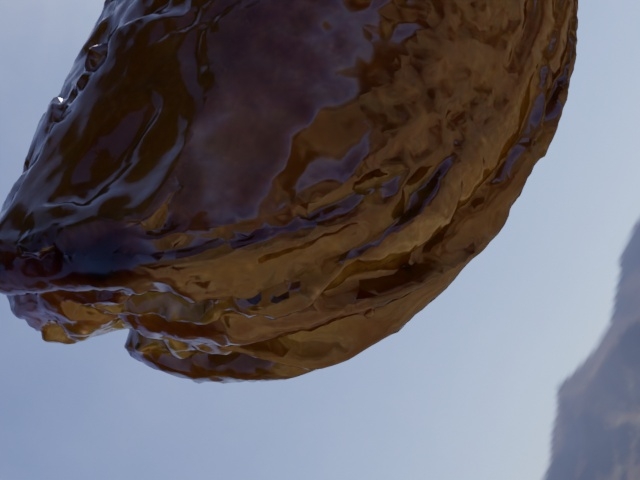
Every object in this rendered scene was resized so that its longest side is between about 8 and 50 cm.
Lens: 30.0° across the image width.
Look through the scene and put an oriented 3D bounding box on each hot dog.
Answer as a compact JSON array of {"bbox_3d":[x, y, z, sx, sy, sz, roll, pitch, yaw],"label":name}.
[{"bbox_3d":[-0.011,-0.075,0.439,0.122,0.196,0.272,47,-131,-38],"label":"hot dog"}]
